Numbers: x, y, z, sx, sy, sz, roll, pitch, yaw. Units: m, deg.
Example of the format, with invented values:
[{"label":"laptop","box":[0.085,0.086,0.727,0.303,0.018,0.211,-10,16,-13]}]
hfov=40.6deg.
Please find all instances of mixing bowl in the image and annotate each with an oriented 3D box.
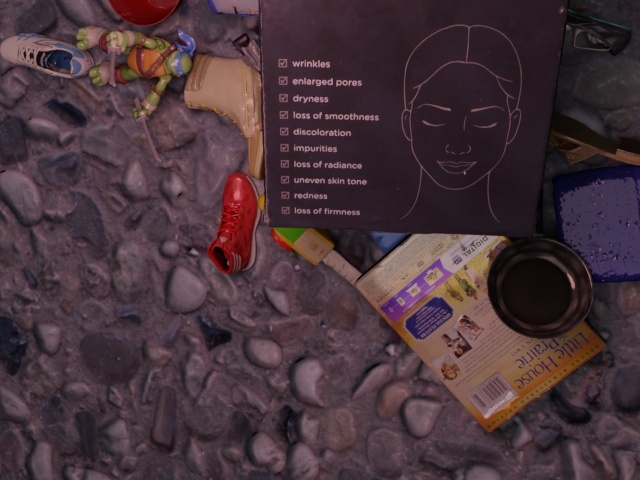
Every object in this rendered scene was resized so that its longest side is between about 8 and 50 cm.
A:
[{"label":"mixing bowl","box":[-0.354,-0.545,1.836,0.182,0.098,0.181,3,101,17]}]

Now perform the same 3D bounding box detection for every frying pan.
[{"label":"frying pan","box":[0.388,0.034,1.649,0.197,0.053,0.326,-21,73,-3]}]

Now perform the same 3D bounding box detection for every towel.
[{"label":"towel","box":[0.610,-0.035,1.652,0.308,0.076,0.227,-6,91,19]}]

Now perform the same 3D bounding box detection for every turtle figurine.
[{"label":"turtle figurine","box":[-0.416,-0.348,1.807,0.266,0.198,0.274,19,82,36]}]

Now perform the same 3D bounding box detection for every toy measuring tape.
[{"label":"toy measuring tape","box":[0.000,0.000,1.846,0.330,0.121,0.121,37,110,-16]}]

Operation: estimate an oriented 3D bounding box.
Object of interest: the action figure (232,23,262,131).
[{"label":"action figure","box":[-0.065,-0.297,1.733,0.185,0.099,0.285,-39,108,-18]}]

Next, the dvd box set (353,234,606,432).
[{"label":"dvd box set","box":[0.319,0.143,1.753,0.307,0.062,0.420,-43,91,18]}]

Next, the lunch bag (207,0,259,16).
[{"label":"lunch bag","box":[-0.080,-0.628,1.660,0.328,0.239,0.385,8,108,26]}]

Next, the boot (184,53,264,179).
[{"label":"boot","box":[-0.188,-0.265,1.837,0.204,0.095,0.261,6,98,15]}]

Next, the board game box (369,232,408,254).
[{"label":"board game box","box":[0.158,-0.055,1.806,0.133,0.033,0.168,-33,95,15]}]

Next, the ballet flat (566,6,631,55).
[{"label":"ballet flat","box":[0.478,-0.401,1.622,0.203,0.074,0.074,26,107,9]}]

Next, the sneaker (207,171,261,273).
[{"label":"sneaker","box":[-0.187,-0.033,1.864,0.087,0.128,0.221,-2,100,18]}]

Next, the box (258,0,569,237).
[{"label":"box","box":[0.146,-0.283,1.487,0.480,0.297,0.471,3,122,3]}]

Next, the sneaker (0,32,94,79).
[{"label":"sneaker","box":[-0.629,-0.419,1.953,0.237,0.086,0.085,14,106,16]}]

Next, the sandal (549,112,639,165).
[{"label":"sandal","box":[0.502,-0.171,1.650,0.240,0.088,0.079,22,127,17]}]
